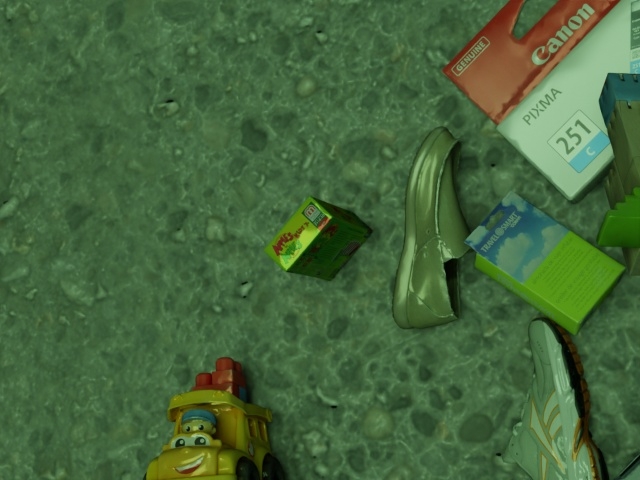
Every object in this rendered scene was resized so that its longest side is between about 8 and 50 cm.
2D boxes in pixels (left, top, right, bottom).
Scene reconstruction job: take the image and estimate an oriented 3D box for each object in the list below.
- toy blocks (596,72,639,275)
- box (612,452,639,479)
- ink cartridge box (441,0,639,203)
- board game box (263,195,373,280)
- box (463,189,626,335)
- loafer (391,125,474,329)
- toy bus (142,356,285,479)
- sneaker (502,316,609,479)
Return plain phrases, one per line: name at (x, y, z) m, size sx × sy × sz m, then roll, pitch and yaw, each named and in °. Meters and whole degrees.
toy blocks at (0.484, -0.084, 1.579) m, size 0.381 × 0.191 × 0.261 m, roll 2°, pitch 47°, yaw -6°
box at (0.433, 0.268, 1.576) m, size 0.153 × 0.207 × 0.108 m, roll -47°, pitch 73°, yaw 9°
ink cartridge box at (0.337, -0.240, 1.732) m, size 0.296 × 0.066 × 0.261 m, roll -46°, pitch 74°, yaw 9°
board game box at (0.000, 0.000, 1.760) m, size 0.043 × 0.181 × 0.092 m, roll 43°, pitch 98°, yaw 17°
box at (0.281, 0.027, 1.713) m, size 0.178 × 0.042 × 0.109 m, roll 36°, pitch 66°, yaw 19°
loafer at (0.159, -0.012, 1.757) m, size 0.092 × 0.102 × 0.269 m, roll 9°, pitch 97°, yaw 18°
toy bus at (-0.139, 0.257, 1.770) m, size 0.149 × 0.220 × 0.212 m, roll -6°, pitch 77°, yaw 15°
sneaker at (0.277, 0.229, 1.694) m, size 0.121 × 0.099 × 0.263 m, roll -14°, pitch 79°, yaw 21°
